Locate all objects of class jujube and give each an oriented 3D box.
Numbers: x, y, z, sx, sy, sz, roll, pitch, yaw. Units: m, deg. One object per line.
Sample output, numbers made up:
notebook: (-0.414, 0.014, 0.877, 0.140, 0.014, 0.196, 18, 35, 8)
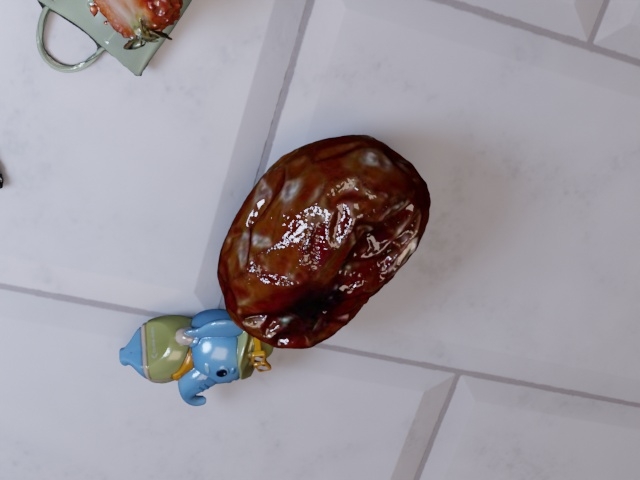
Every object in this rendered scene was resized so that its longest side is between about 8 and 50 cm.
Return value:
jujube: (-0.001, -0.002, 1.388, 0.276, 0.276, 0.377, 30, 106, -20)

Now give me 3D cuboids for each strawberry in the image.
strawberry: (-0.265, -0.392, 1.163, 0.107, 0.175, 0.236, -42, 128, -34)

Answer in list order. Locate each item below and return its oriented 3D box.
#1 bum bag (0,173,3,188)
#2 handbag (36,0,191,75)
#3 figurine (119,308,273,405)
bum bag: (-0.581, -0.180, 1.304, 0.123, 0.060, 0.248, -13, 114, -7)
handbag: (-0.321, -0.376, 1.258, 0.241, 0.109, 0.315, 37, 104, -21)
figurine: (-0.209, 0.196, 1.498, 0.262, 0.153, 0.180, -16, 124, 14)
